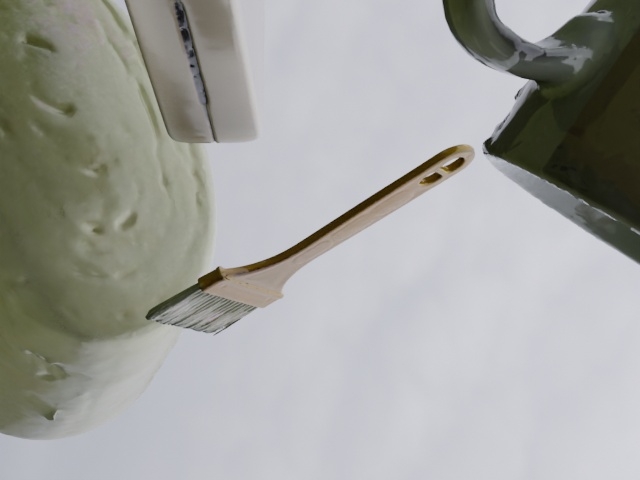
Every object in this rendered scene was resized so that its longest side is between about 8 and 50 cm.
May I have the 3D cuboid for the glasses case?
[{"bbox_3d":[-0.089,-0.194,1.267,0.336,0.076,0.144,82,7,-69],"label":"glasses case"}]

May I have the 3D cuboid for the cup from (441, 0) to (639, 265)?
[{"bbox_3d":[0.209,-0.110,0.897,0.257,0.301,0.227,-60,-159,-1],"label":"cup"}]

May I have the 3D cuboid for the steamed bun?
[{"bbox_3d":[-0.274,-0.066,1.656,0.456,0.290,0.371,53,-30,10],"label":"steamed bun"}]

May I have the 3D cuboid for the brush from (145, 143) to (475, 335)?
[{"bbox_3d":[0.000,0.000,1.330,0.272,0.103,0.013,-31,-111,17],"label":"brush"}]
